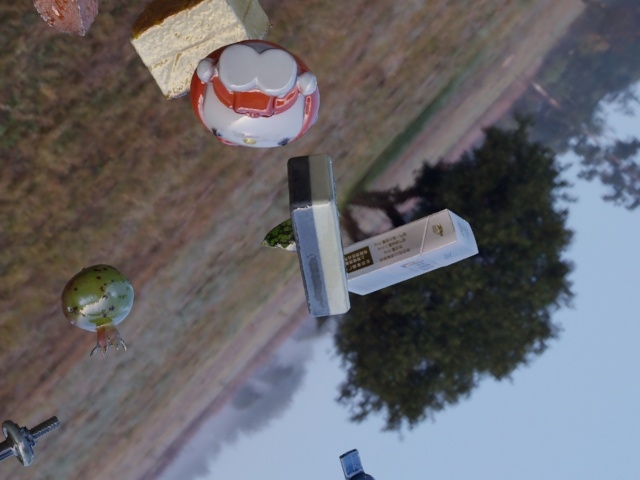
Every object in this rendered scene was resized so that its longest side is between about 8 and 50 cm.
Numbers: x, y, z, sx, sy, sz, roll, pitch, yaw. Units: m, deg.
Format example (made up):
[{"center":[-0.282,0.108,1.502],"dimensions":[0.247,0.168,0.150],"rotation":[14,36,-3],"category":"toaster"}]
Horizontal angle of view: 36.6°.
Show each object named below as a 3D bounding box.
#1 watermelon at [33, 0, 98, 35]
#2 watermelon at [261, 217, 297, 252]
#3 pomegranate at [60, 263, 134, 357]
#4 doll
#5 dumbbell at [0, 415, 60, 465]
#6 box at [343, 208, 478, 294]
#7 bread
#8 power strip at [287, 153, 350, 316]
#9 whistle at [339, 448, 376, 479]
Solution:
[{"center":[-0.569,-0.584,2.144],"dimensions":[0.192,0.257,0.140],"rotation":[7,-151,37],"category":"watermelon"},{"center":[-0.023,-0.002,1.869],"dimensions":[0.163,0.069,0.087],"rotation":[-7,147,-34],"category":"watermelon"},{"center":[-0.384,0.121,1.699],"dimensions":[0.129,0.159,0.129],"rotation":[-15,-170,3],"category":"pomegranate"},{"center":[-0.078,-0.175,1.173],"dimensions":[0.290,0.161,0.130],"rotation":[136,-42,-83],"category":"doll"},{"center":[-0.522,0.342,1.502],"dimensions":[0.254,0.082,0.081],"rotation":[-27,171,-30],"category":"dumbbell"},{"center":[0.148,0.024,1.747],"dimensions":[0.242,0.067,0.155],"rotation":[-21,165,20],"category":"box"},{"center":[-0.296,-0.529,2.415],"dimensions":[0.279,0.207,0.279],"rotation":[-21,-150,19],"category":"bread"},{"center":[0.000,0.000,1.395],"dimensions":[0.257,0.070,0.105],"rotation":[83,2,-48],"category":"power strip"},{"center":[0.102,0.614,2.448],"dimensions":[0.090,0.158,0.090],"rotation":[-13,-159,5],"category":"whistle"}]
